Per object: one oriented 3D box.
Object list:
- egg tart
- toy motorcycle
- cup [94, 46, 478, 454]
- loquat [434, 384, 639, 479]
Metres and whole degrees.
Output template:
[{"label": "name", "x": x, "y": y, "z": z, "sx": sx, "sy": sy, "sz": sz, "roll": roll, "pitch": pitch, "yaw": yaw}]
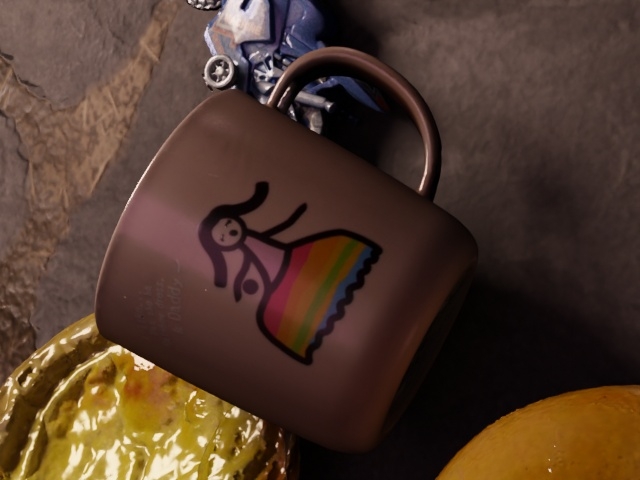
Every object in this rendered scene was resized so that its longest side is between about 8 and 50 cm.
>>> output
[{"label": "egg tart", "x": -0.134, "y": 0.162, "z": 1.030, "sx": 0.278, "sy": 0.095, "sz": 0.279, "roll": -12, "pitch": 51, "yaw": 15}, {"label": "toy motorcycle", "x": -0.031, "y": -0.155, "z": 1.041, "sx": 0.114, "sy": 0.076, "sz": 0.205, "roll": -32, "pitch": 70, "yaw": 17}, {"label": "cup", "x": 0.000, "y": 0.000, "z": 0.930, "sx": 0.200, "sy": 0.191, "sz": 0.253, "roll": 27, "pitch": 85, "yaw": 12}, {"label": "loquat", "x": 0.174, "y": 0.212, "z": 0.771, "sx": 0.263, "sy": 0.263, "sz": 0.263, "roll": -3, "pitch": 84, "yaw": 31}]
